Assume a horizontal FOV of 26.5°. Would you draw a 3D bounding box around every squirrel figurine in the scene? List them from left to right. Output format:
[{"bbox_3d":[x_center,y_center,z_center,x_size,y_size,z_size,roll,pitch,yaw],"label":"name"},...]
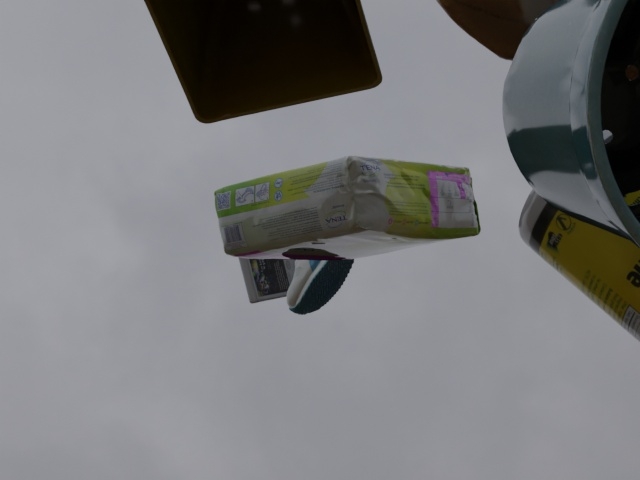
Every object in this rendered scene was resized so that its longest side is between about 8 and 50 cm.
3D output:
[{"bbox_3d":[0.392,-0.388,2.109,0.397,0.370,0.281,42,-71,-14],"label":"squirrel figurine"}]

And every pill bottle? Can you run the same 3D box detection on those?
[{"bbox_3d":[0.402,0.028,1.537,0.188,0.334,0.188,-38,-24,-21],"label":"pill bottle"}]

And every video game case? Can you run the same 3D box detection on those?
[{"bbox_3d":[-0.086,0.007,2.371,0.022,0.190,0.173,-17,-5,36],"label":"video game case"}]

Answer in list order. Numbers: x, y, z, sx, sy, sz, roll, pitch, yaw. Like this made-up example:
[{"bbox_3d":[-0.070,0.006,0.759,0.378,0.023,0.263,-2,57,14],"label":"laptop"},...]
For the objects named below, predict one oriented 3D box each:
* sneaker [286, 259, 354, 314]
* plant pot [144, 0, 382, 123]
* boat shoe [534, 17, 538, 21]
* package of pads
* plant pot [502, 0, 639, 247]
[{"bbox_3d":[0.000,0.000,2.000,0.092,0.228,0.087,20,-10,26],"label":"sneaker"},{"bbox_3d":[-0.064,-0.283,1.480,0.212,0.187,0.212,-12,-41,8],"label":"plant pot"},{"bbox_3d":[0.290,-0.201,1.563,0.043,0.137,0.049,-48,-6,2],"label":"boat shoe"},{"bbox_3d":[0.045,-0.036,1.750,0.229,0.101,0.296,-12,-8,37],"label":"package of pads"},{"bbox_3d":[0.339,-0.127,1.259,0.341,0.341,0.334,-5,6,-13],"label":"plant pot"}]
